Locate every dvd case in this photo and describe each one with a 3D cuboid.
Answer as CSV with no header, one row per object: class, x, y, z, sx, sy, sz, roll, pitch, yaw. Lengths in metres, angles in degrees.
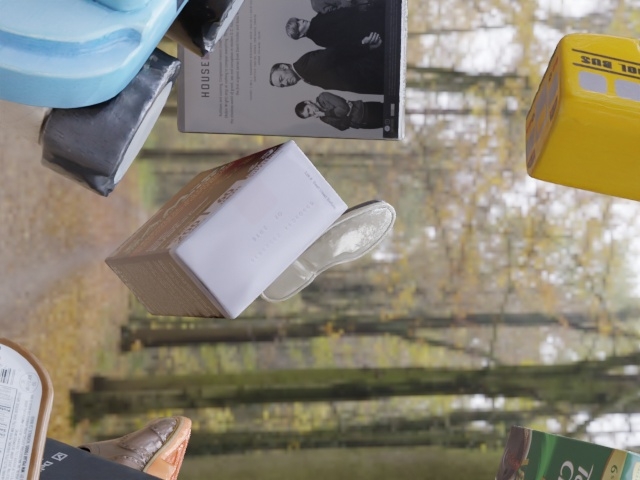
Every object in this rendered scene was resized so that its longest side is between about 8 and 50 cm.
dvd case,-0.031,-0.195,1.258,0.029,0.239,0.179,-27,120,-72

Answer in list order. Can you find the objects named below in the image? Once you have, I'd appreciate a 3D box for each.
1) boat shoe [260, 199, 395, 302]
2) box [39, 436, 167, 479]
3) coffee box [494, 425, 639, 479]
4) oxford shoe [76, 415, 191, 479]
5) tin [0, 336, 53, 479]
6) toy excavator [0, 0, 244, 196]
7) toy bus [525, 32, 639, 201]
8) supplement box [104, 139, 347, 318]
boat shoe,0.000,0.000,1.612,0.075,0.206,0.065,51,8,-39
box,-0.233,0.342,1.025,0.293,0.395,0.212,-31,128,-52
coffee box,0.200,0.217,1.019,0.184,0.040,0.113,-1,-111,70
oxford shoe,-0.242,0.275,1.524,0.363,0.133,0.130,-99,-153,-87
tin,-0.205,0.112,0.676,0.189,0.106,0.040,-98,-156,-57
toy excavator,-0.097,-0.304,0.747,0.433,0.222,0.445,-62,-175,-31
toy bus,0.360,-0.094,1.122,0.108,0.333,0.130,105,-5,-45
supplement box,-0.086,-0.004,1.022,0.073,0.130,0.239,50,-19,-12
